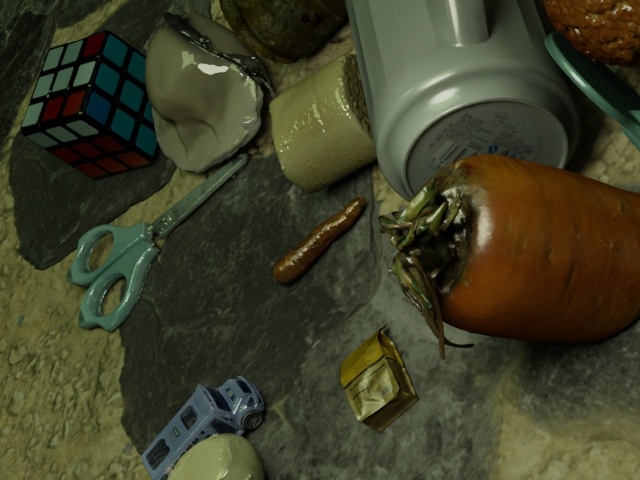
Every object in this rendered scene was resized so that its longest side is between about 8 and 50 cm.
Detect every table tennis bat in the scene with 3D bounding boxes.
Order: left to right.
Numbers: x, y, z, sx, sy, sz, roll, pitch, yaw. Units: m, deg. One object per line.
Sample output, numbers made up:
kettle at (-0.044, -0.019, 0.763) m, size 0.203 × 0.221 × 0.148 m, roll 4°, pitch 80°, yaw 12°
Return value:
table tennis bat at (0.335, -0.145, 1.840) m, size 0.040 × 0.153 × 0.244 m, roll -48°, pitch 63°, yaw 21°

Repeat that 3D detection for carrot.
carrot at (-0.001, -0.001, 2.177) m, size 0.165 × 0.035 × 0.036 m, roll -44°, pitch 39°, yaw 11°
carrot at (0.193, 0.012, 1.779) m, size 0.214 × 0.331 × 0.193 m, roll -58°, pitch 37°, yaw 27°

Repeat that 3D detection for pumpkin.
pumpkin at (-0.035, -0.439, 2.369) m, size 0.232 × 0.242 × 0.325 m, roll -39°, pitch 44°, yaw 34°

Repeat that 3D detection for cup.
cup at (0.162, -0.232, 1.952) m, size 0.236 × 0.323 × 0.327 m, roll -8°, pitch 46°, yaw -1°

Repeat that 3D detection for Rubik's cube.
Rubik's cube at (-0.342, -0.208, 2.590) m, size 0.163 × 0.160 × 0.162 m, roll -9°, pitch 58°, yaw 44°

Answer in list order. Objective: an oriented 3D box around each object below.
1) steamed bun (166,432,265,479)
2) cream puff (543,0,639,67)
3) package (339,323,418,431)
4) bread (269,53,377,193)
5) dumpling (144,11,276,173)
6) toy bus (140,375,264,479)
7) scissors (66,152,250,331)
steamed bun at (-0.122, 0.297, 2.040) m, size 0.130 × 0.091 × 0.112 m, roll -44°, pitch 35°, yaw 19°
cream puff at (0.388, -0.290, 1.789) m, size 0.303 × 0.303 × 0.212 m, roll -34°, pitch 77°, yaw 26°
package at (0.062, 0.157, 1.982) m, size 0.071 × 0.047 × 0.131 m, roll -42°, pitch 41°, yaw 21°
bread at (0.015, -0.154, 2.191) m, size 0.141 × 0.134 × 0.148 m, roll -30°, pitch 32°, yaw 29°
dumpling at (-0.188, -0.227, 2.437) m, size 0.204 × 0.163 × 0.293 m, roll -43°, pitch 47°, yaw 1°
toy bus at (-0.149, 0.243, 2.121) m, size 0.167 × 0.076 × 0.073 m, roll -50°, pitch 38°, yaw 8°
scissors at (-0.233, -0.015, 2.444) m, size 0.360 × 0.029 × 0.191 m, roll -38°, pitch 46°, yaw 16°
